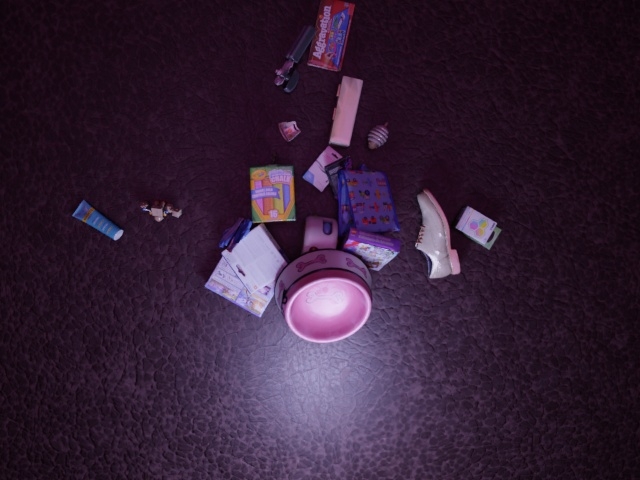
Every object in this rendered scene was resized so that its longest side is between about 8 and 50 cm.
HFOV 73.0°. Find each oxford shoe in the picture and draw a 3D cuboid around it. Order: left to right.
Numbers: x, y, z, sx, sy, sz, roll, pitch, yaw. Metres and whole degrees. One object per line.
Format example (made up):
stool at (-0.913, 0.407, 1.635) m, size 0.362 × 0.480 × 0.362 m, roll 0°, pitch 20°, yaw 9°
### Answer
oxford shoe at (0.471, -0.024, 1.843) m, size 0.147 × 0.140 × 0.396 m, roll -19°, pitch 92°, yaw 5°

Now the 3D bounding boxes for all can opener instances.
can opener at (-0.103, -0.758, 1.801) m, size 0.093 × 0.074 × 0.280 m, roll 25°, pitch 94°, yaw -39°

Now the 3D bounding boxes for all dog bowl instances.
dog bowl at (0.023, 0.239, 1.735) m, size 0.409 × 0.150 × 0.407 m, roll -4°, pitch 124°, yaw -7°

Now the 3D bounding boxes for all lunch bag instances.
lunch bag at (0.187, -0.172, 1.788) m, size 0.221 × 0.138 × 0.292 m, roll -4°, pitch 86°, yaw -28°

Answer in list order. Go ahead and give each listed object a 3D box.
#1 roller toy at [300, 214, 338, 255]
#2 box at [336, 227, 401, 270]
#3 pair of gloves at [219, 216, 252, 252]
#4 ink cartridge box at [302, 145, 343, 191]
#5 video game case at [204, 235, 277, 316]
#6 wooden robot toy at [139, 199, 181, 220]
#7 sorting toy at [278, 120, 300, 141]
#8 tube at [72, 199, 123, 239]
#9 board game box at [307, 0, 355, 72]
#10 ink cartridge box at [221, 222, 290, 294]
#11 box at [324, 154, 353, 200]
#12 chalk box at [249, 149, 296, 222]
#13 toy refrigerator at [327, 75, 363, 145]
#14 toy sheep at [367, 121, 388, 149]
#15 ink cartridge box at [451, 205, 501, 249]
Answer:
roller toy at (0.000, 0.000, 1.784) m, size 0.147 × 0.191 × 0.209 m, roll 7°, pitch 93°, yaw -5°
box at (0.182, 0.041, 1.750) m, size 0.201 × 0.293 × 0.057 m, roll 14°, pitch 71°, yaw -5°
pair of gloves at (-0.352, -0.028, 1.770) m, size 0.023 × 0.198 × 0.159 m, roll 40°, pitch 79°, yaw -31°
ink cartridge box at (0.019, -0.306, 1.832) m, size 0.104 × 0.060 × 0.180 m, roll 38°, pitch 90°, yaw -5°
video game case at (-0.310, 0.153, 1.839) m, size 0.270 × 0.061 × 0.244 m, roll 31°, pitch 90°, yaw -5°
wooden robot toy at (-0.667, -0.117, 1.810) m, size 0.174 × 0.076 × 0.078 m, roll 7°, pitch 128°, yaw -4°
sorting toy at (-0.127, -0.465, 1.824) m, size 0.075 × 0.045 × 0.083 m, roll -29°, pitch 95°, yaw -9°
tube at (-0.921, -0.079, 1.796) m, size 0.207 × 0.052 × 0.080 m, roll 33°, pitch 81°, yaw 1°
board game box at (0.044, -0.864, 1.816) m, size 0.145 × 0.027 × 0.280 m, roll 12°, pitch 93°, yaw -3°
ink cartridge box at (-0.260, 0.077, 1.771) m, size 0.224 × 0.045 × 0.223 m, roll -33°, pitch 95°, yaw 21°
box at (0.091, -0.261, 1.811) m, size 0.116 × 0.029 × 0.162 m, roll -29°, pitch 123°, yaw -15°
chalk box at (-0.194, -0.220, 1.766) m, size 0.179 × 0.180 × 0.288 m, roll -3°, pitch 93°, yaw -4°
toy refrigerator at (0.098, -0.530, 1.803) m, size 0.095 × 0.102 × 0.269 m, roll 12°, pitch 93°, yaw -4°
toy sheep at (0.244, -0.443, 1.824) m, size 0.091 × 0.091 × 0.132 m, roll 29°, pitch 91°, yaw -5°
ink cartridge box at (0.692, -0.053, 1.890) m, size 0.209 × 0.062 × 0.108 m, roll 30°, pitch 90°, yaw -5°
